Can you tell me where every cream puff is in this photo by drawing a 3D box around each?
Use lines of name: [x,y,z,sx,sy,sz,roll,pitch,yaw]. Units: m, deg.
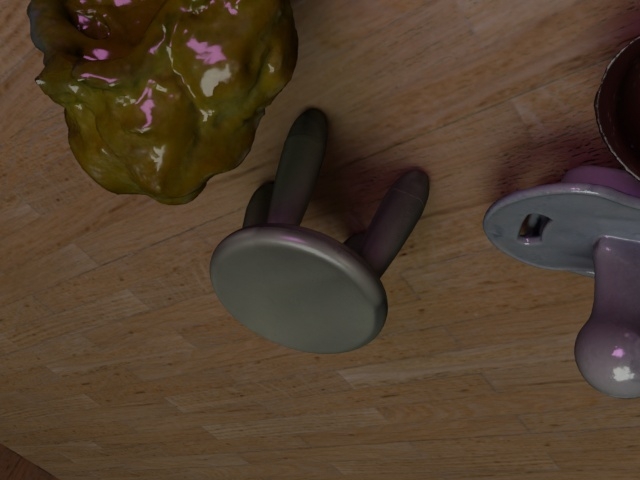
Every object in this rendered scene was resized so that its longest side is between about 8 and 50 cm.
cream puff: [-0.140,-0.176,0.514,0.185,0.282,0.282,23,143,-30]

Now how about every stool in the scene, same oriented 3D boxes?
stool: [0.000,0.000,0.702,0.195,0.199,0.195,30,138,-7]

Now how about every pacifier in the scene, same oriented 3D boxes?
pacifier: [0.298,0.046,0.610,0.287,0.226,0.238,14,157,10]

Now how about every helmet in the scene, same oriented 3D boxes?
helmet: [0.314,-0.122,0.502,0.175,0.106,0.155,20,130,6]
